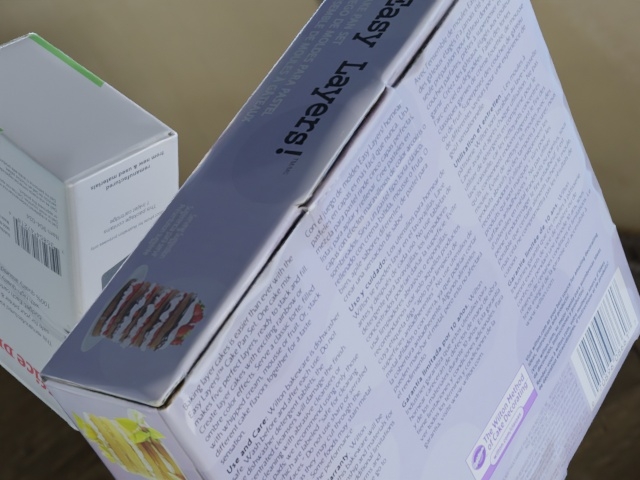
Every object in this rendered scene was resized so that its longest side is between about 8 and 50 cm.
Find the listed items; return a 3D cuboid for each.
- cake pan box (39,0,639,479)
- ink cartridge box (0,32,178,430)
[{"bbox_3d":[0.033,0.038,0.722,0.070,0.245,0.267,12,-124,36],"label":"cake pan box"},{"bbox_3d":[-0.221,-0.005,1.474,0.115,0.273,0.198,-30,-131,-33],"label":"ink cartridge box"}]
